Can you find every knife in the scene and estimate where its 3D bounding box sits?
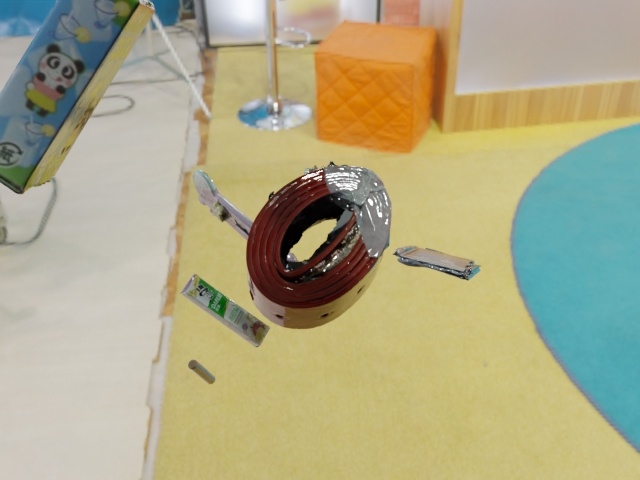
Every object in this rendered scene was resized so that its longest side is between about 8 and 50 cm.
[{"bbox_3d":[-0.183,-0.030,1.799,0.038,0.132,0.399,-37,61,-26],"label":"knife"}]

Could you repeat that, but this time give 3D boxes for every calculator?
[{"bbox_3d":[0.256,0.045,1.617,0.166,0.028,0.274,16,7,16],"label":"calculator"}]

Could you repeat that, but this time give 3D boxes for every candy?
[{"bbox_3d":[-0.222,-0.140,0.651,0.062,0.194,0.097,33,8,-10],"label":"candy"}]

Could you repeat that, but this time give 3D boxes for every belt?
[{"bbox_3d":[0.000,0.000,1.336,0.227,0.115,0.323,33,65,11],"label":"belt"}]

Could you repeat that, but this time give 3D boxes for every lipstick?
[{"bbox_3d":[-0.202,0.225,1.282,0.019,0.094,0.019,-5,63,9],"label":"lipstick"}]

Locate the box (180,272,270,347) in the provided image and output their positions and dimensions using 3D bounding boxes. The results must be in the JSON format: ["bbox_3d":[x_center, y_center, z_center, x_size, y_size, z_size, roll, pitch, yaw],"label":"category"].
[{"bbox_3d":[-0.202,0.151,1.599,0.207,0.041,0.049,38,58,-16],"label":"box"}]

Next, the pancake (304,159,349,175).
[{"bbox_3d":[0.028,-0.115,1.610,0.130,0.022,0.116,-19,79,-29],"label":"pancake"}]
